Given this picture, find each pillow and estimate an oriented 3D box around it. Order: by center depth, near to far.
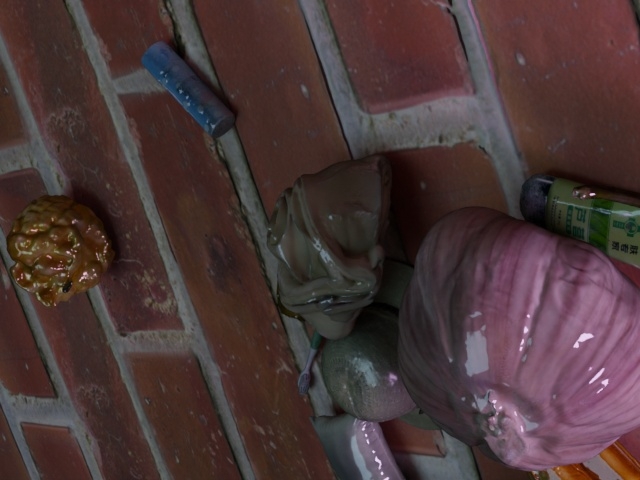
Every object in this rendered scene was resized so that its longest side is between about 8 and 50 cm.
[{"bbox_3d":[0.073,0.353,2.035,0.144,0.078,0.254,-15,103,58],"label":"pillow"}]

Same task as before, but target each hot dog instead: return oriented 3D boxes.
[{"bbox_3d":[0.332,0.296,1.694,0.269,0.115,0.072,49,169,16],"label":"hot dog"}]

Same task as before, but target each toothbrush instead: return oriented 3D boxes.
[{"bbox_3d":[-0.005,0.139,2.019,0.257,0.018,0.024,106,167,-45],"label":"toothbrush"}]

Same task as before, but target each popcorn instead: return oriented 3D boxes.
[{"bbox_3d":[-0.430,0.014,2.314,0.170,0.180,0.180,-120,20,-62],"label":"popcorn"}]

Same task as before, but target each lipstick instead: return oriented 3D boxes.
[{"bbox_3d":[-0.186,-0.213,1.992,0.158,0.048,0.048,47,140,16],"label":"lipstick"}]

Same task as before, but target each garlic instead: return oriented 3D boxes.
[{"bbox_3d":[0.219,0.120,1.566,0.317,0.259,0.317,9,135,9],"label":"garlic"}]

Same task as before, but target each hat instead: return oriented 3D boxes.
[{"bbox_3d":[0.076,0.165,1.876,0.257,0.130,0.257,27,131,35],"label":"hat"}]

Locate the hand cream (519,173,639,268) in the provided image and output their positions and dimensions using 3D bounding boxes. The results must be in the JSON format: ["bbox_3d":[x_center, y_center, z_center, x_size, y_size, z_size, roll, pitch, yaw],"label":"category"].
[{"bbox_3d":[0.303,-0.025,1.575,0.175,0.046,0.095,23,127,36],"label":"hand cream"}]

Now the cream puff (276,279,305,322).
[{"bbox_3d":[-0.038,0.076,1.999,0.083,0.058,0.083,41,139,25],"label":"cream puff"}]

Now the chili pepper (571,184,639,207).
[{"bbox_3d":[0.428,0.006,1.382,0.338,0.134,0.131,44,124,14],"label":"chili pepper"}]

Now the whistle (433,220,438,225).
[{"bbox_3d":[0.171,-0.015,1.735,0.100,0.035,0.035,-18,99,49],"label":"whistle"}]

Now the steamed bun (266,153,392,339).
[{"bbox_3d":[0.000,0.002,1.787,0.218,0.144,0.211,125,154,-55],"label":"steamed bun"}]
